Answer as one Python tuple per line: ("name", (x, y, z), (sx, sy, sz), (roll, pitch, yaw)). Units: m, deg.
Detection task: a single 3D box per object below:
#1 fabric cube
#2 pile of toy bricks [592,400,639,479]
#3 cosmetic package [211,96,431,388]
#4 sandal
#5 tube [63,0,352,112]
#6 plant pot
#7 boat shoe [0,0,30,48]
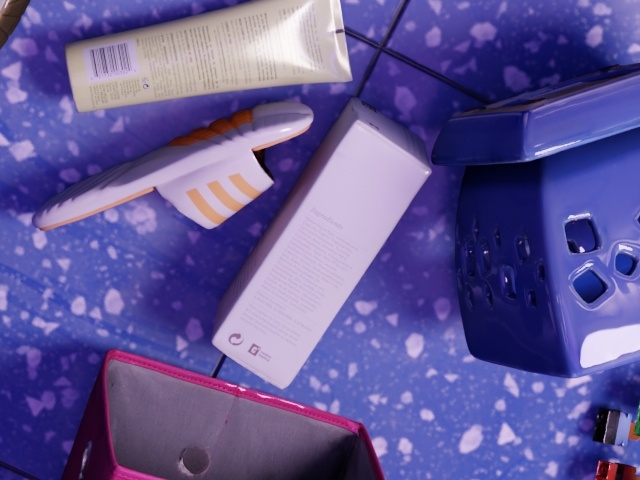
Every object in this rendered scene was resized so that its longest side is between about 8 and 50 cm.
("fabric cube", (-0.104, 0.282, 1.554), (0.259, 0.254, 0.258), (18, 106, -13))
("pile of toy bricks", (0.327, 0.152, 1.623), (0.105, 0.118, 0.212), (13, 88, -32))
("cosmetic package", (0.000, 0.000, 1.564), (0.085, 0.117, 0.231), (33, 104, -9))
("sandal", (-0.118, -0.044, 1.566), (0.265, 0.102, 0.076), (-21, 105, 14))
("tube", (-0.096, -0.158, 1.556), (0.240, 0.062, 0.070), (-11, 148, -2))
("plant pot", (0.232, -0.027, 1.479), (0.236, 0.236, 0.212), (-18, 96, -15))
("boat shoe", (-0.265, -0.245, 1.521), (0.073, 0.080, 0.224), (29, 97, -2))
